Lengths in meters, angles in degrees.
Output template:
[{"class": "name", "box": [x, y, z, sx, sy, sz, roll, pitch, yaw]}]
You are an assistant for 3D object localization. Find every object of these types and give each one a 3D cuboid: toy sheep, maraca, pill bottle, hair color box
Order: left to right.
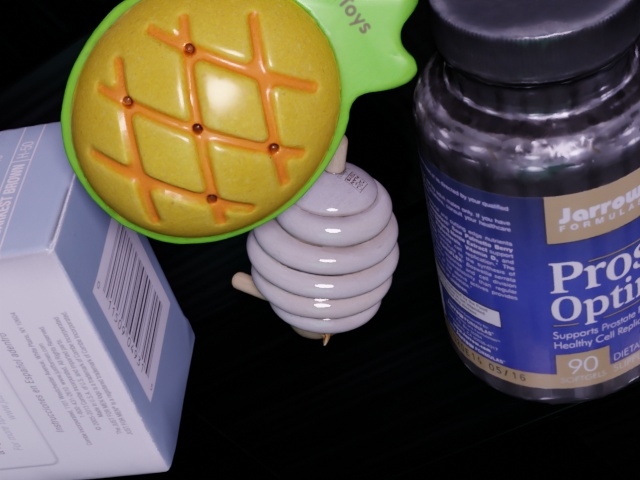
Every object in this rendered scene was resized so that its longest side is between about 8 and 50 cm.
[{"class": "hair color box", "box": [-0.283, 0.056, 0.768, 0.374, 0.113, 0.185, -8, 132, 12]}, {"class": "maraca", "box": [-0.040, -0.076, 0.629, 0.185, 0.099, 0.127, -39, 107, 12]}, {"class": "toy sheep", "box": [0.000, 0.000, 0.707, 0.091, 0.091, 0.132, 4, 129, 2]}, {"class": "pill bottle", "box": [0.109, -0.034, 0.634, 0.123, 0.123, 0.219, -5, 133, 10]}]
